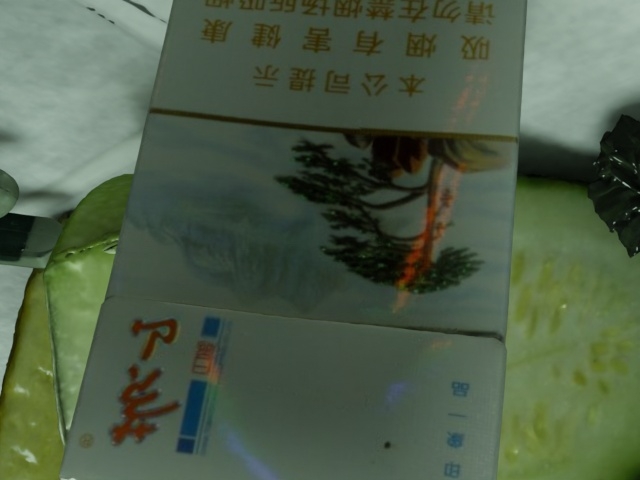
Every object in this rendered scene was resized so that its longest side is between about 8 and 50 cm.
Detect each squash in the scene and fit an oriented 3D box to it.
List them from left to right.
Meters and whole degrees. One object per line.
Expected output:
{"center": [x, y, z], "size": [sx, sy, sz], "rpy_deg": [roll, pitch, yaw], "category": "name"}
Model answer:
{"center": [0.049, 0.077, 0.598], "size": [0.308, 0.234, 0.210], "rpy_deg": [2, -165, 13], "category": "squash"}

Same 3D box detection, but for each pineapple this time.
{"center": [0.188, 0.005, 0.561], "size": [0.074, 0.074, 0.159], "rpy_deg": [-22, 120, 44], "category": "pineapple"}

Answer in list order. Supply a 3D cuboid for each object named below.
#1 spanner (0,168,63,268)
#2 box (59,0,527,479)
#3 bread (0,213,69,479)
{"center": [-0.311, -0.019, 0.707], "size": [0.324, 0.040, 0.096], "rpy_deg": [3, 152, 19], "category": "spanner"}
{"center": [0.000, 0.001, 0.453], "size": [0.149, 0.233, 0.067], "rpy_deg": [4, 153, 8], "category": "box"}
{"center": [-0.119, 0.109, 0.897], "size": [0.233, 0.245, 0.361], "rpy_deg": [12, -177, -11], "category": "bread"}
